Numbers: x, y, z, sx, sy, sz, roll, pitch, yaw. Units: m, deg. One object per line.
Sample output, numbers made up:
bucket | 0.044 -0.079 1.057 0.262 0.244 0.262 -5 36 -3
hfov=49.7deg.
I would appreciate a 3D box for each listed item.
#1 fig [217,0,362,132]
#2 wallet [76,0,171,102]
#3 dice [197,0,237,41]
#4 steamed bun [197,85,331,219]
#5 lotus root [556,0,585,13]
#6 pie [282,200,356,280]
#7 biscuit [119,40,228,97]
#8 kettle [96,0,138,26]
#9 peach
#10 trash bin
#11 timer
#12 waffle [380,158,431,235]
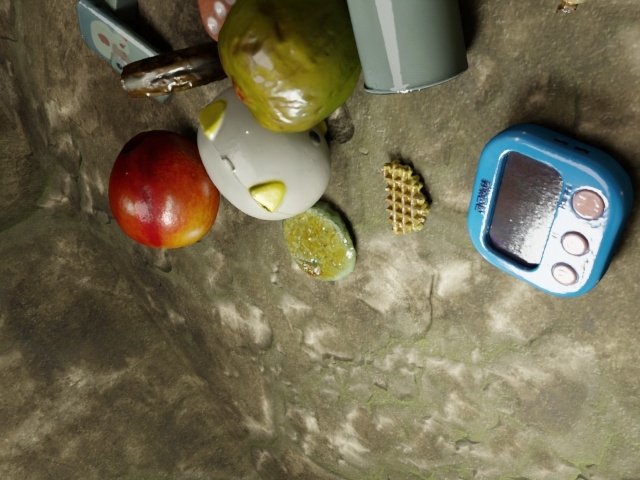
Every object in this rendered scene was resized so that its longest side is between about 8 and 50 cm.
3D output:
fig | -0.050 -0.423 1.543 0.343 0.343 0.343 29 136 32
wallet | -0.611 -0.599 2.200 0.360 0.083 0.252 39 158 0
dice | -0.181 -0.584 1.702 0.179 0.175 0.174 21 131 33
steamed bun | -0.143 -0.233 1.796 0.374 0.334 0.334 51 144 4
lotus root | 0.446 -0.457 1.180 0.073 0.062 0.150 19 136 10
pie | 0.000 0.000 2.033 0.277 0.078 0.277 23 131 30
biscuit | -0.380 -0.470 1.892 0.332 0.332 0.103 7 117 46
kettle | -0.655 -0.748 2.179 0.148 0.098 0.126 32 132 24
peach | -0.507 -0.170 2.237 0.388 0.388 0.388 29 136 32
trash bin | 0.167 -0.448 1.371 0.277 0.217 0.262 -121 15 -65
timer | 0.462 -0.063 1.418 0.309 0.115 0.340 30 136 30
waffle | 0.202 -0.107 1.738 0.161 0.046 0.192 -27 95 53
